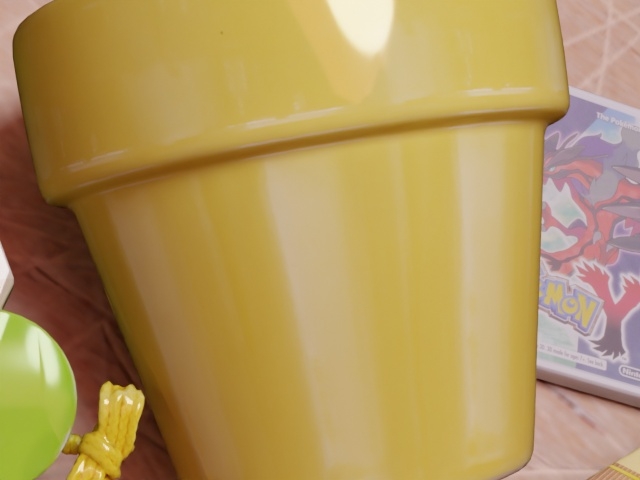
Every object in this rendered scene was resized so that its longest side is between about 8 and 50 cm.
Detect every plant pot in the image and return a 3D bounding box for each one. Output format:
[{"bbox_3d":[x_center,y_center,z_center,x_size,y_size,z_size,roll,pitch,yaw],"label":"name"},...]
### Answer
[{"bbox_3d":[0.000,0.000,0.729,0.254,0.254,0.239,-9,87,-24],"label":"plant pot"}]

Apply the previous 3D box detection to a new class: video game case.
[{"bbox_3d":[0.137,-0.007,0.897,0.201,0.023,0.183,16,65,-14],"label":"video game case"}]

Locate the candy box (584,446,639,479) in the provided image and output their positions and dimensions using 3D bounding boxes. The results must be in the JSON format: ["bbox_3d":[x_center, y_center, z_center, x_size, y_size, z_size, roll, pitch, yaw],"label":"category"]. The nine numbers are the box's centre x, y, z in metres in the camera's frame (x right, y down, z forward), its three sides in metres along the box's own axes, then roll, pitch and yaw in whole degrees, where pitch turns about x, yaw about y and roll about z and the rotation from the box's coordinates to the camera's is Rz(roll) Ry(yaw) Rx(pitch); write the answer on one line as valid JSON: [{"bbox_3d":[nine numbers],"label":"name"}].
[{"bbox_3d":[0.202,0.180,0.738,0.316,0.087,0.183,-27,39,-20],"label":"candy box"}]

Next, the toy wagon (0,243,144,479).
[{"bbox_3d":[-0.244,0.031,0.676,0.344,0.068,0.267,26,80,-8],"label":"toy wagon"}]
